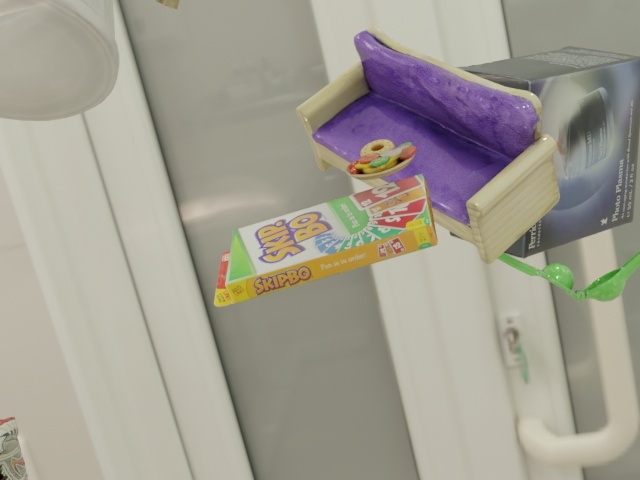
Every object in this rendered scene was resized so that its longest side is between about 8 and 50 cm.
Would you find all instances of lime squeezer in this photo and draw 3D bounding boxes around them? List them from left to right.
[{"bbox_3d":[0.353,0.033,1.524,0.310,0.110,0.059,-2,20,8],"label":"lime squeezer"}]

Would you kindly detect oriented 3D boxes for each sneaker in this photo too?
[{"bbox_3d":[-0.365,0.259,1.240,0.088,0.093,0.225,-20,-17,-11],"label":"sneaker"}]

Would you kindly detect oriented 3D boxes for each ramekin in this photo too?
[{"bbox_3d":[-0.379,-0.274,1.367,0.272,0.273,0.127,-8,61,16],"label":"ramekin"}]

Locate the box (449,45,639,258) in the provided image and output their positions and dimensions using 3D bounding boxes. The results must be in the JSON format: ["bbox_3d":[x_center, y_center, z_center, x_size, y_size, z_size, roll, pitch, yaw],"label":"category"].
[{"bbox_3d":[0.380,-0.154,1.860,0.294,0.296,0.182,-16,23,-35],"label":"box"}]

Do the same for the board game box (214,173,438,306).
[{"bbox_3d":[0.000,0.000,1.252,0.259,0.039,0.124,-19,28,11],"label":"board game box"}]

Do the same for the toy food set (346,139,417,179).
[{"bbox_3d":[0.069,-0.092,1.254,0.082,0.020,0.083,3,29,44],"label":"toy food set"}]

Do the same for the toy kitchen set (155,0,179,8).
[{"bbox_3d":[-0.181,-0.300,1.177,0.075,0.083,0.068,12,13,-24],"label":"toy kitchen set"}]

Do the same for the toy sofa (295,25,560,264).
[{"bbox_3d":[0.135,-0.138,1.488,0.150,0.177,0.362,-40,47,-19],"label":"toy sofa"}]
